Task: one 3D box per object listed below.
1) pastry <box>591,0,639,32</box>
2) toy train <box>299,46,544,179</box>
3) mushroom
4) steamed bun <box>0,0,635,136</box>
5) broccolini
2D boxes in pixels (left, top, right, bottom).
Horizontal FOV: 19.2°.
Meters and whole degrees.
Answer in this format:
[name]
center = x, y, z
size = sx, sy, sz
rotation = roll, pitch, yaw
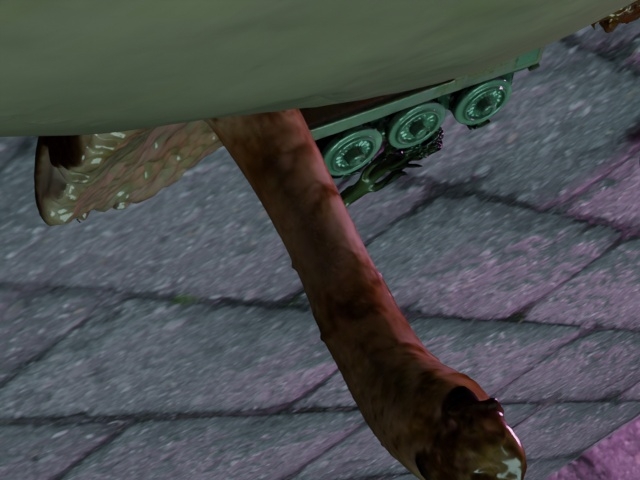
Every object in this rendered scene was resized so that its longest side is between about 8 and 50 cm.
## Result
[pastry]
center = 0.193, -0.179, 1.149
size = 0.087, 0.063, 0.169
rotation = -29, 161, -12
[toy train]
center = 0.049, -0.108, 1.113
size = 0.176, 0.074, 0.118
rotation = -19, 149, -19
[mushroom]
center = -0.033, -0.009, 0.910
size = 0.208, 0.302, 0.233
rotation = 5, 159, -14
[steamed bun]
center = 0.000, -0.190, 0.427
size = 0.371, 0.290, 0.456
rotation = -5, 150, -49
[broccolini]
center = 0.035, -0.045, 1.331
size = 0.140, 0.030, 0.035
rotation = -38, -163, 36
